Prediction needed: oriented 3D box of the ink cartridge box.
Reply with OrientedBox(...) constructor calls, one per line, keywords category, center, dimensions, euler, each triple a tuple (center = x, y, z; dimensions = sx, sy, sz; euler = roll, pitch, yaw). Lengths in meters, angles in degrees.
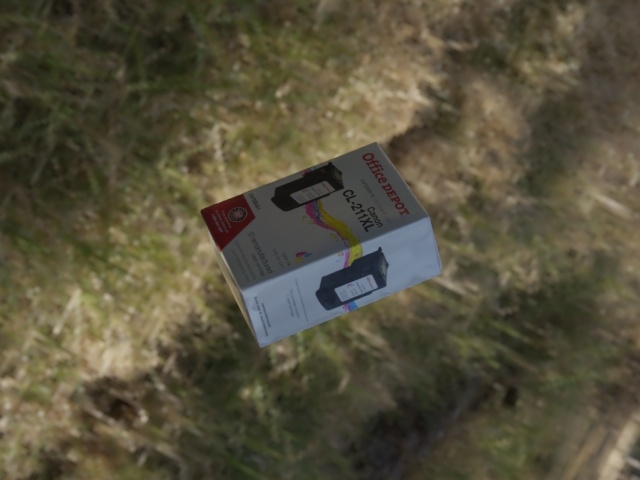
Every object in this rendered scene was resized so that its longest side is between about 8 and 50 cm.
OrientedBox(category="ink cartridge box", center=(0.000, 0.000, 1.286), dimensions=(0.175, 0.127, 0.072), euler=(-22, 131, -8))
